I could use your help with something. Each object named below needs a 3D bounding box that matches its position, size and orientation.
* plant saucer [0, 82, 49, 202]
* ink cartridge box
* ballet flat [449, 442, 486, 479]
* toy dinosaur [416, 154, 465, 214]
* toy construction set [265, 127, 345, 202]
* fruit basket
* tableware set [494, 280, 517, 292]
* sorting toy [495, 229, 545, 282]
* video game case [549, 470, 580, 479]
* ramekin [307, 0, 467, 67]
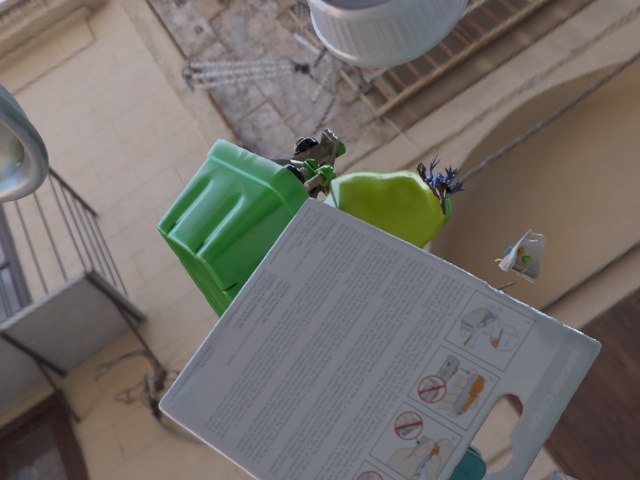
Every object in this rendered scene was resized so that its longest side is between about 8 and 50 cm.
[{"bbox_3d":[-0.505,-0.173,1.005,0.401,0.100,0.400,9,-23,4],"label":"plant saucer"},{"bbox_3d":[0.057,0.158,0.945,0.308,0.385,0.091,-54,-30,-14],"label":"ink cartridge box"},{"bbox_3d":[0.119,0.296,1.354,0.139,0.139,0.400,-40,-48,8],"label":"ballet flat"},{"bbox_3d":[0.141,-0.075,1.091,0.047,0.082,0.090,46,-114,-20],"label":"toy dinosaur"},{"bbox_3d":[-0.001,-0.076,1.769,0.237,0.257,0.308,-36,-48,-32],"label":"toy construction set"},{"bbox_3d":[0.000,0.000,1.321,0.392,0.283,0.392,-13,-65,-31],"label":"fruit basket"},{"bbox_3d":[0.302,0.148,1.747,0.194,0.039,0.128,-18,-17,-31],"label":"tableware set"},{"bbox_3d":[0.324,0.019,1.382,0.083,0.045,0.075,21,-74,-44],"label":"sorting toy"},{"bbox_3d":[0.306,0.268,0.850,0.119,0.166,0.015,24,-96,-71],"label":"video game case"},{"bbox_3d":[0.094,-0.421,1.379,0.273,0.273,0.127,-39,-27,6],"label":"ramekin"}]
